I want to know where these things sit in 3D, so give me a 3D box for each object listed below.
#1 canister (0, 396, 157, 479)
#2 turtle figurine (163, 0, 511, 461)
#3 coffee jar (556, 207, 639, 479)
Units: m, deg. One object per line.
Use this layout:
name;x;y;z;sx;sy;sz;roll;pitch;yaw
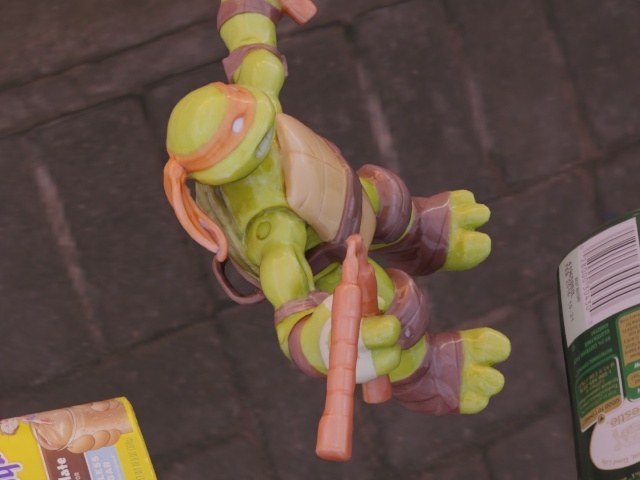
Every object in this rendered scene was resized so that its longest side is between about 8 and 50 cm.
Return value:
canister;-0.207;0.180;1.230;0.170;0.126;0.073;-10;138;-18
turtle figurine;0.000;0.000;0.692;0.087;0.269;0.217;-30;143;17
coffee jar;0.130;0.083;0.575;0.096;0.079;0.184;34;43;-34
